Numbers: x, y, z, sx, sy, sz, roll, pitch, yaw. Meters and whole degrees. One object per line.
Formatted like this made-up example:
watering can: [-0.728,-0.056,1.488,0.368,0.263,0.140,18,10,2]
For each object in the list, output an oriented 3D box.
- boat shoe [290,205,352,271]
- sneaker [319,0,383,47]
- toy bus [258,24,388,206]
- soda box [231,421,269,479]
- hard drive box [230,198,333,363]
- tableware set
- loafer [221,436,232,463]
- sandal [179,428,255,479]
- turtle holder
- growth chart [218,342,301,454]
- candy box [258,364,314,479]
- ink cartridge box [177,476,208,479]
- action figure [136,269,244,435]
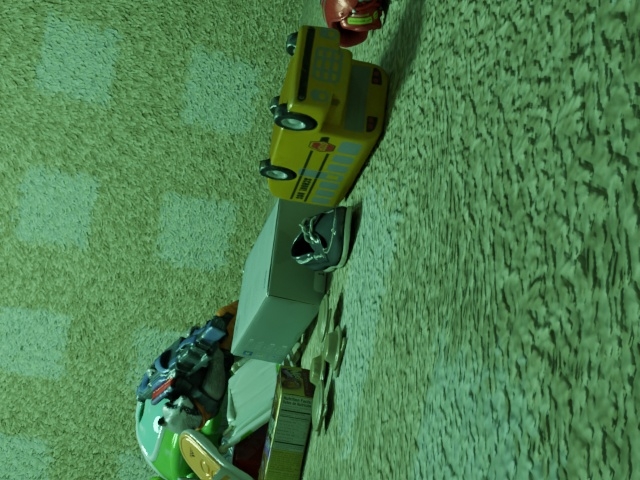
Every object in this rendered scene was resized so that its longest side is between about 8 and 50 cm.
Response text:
boat shoe: [0.000,0.000,1.279,0.206,0.065,0.075,123,155,-74]
sneaker: [0.059,-0.338,1.257,0.279,0.107,0.118,115,145,-77]
toy bus: [-0.001,-0.145,1.209,0.332,0.130,0.108,120,159,-72]
soda box: [-0.104,0.320,1.631,0.263,0.084,0.092,-93,13,-60]
hard drive box: [-0.063,0.066,1.510,0.232,0.089,0.181,122,158,-57]
tableware set: [0.006,0.153,1.211,0.168,0.020,0.141,-98,17,-66]
loafer: [-0.133,0.443,1.795,0.109,0.095,0.302,59,156,30]
sandal: [-0.160,0.394,1.478,0.265,0.076,0.101,30,131,40]
turtle holder: [-0.259,0.399,1.967,0.243,0.228,0.320,-32,-46,-43]
growth chart: [-0.096,0.233,1.590,0.172,0.021,0.237,-34,25,18]
candy box: [-0.050,0.285,1.363,0.109,0.053,0.186,-105,27,-76]
ink cartridge box: [-0.108,0.447,1.105,0.309,0.130,0.271,180,99,-75]
action figure: [-0.187,0.217,1.763,0.341,0.179,0.330,-37,19,53]
